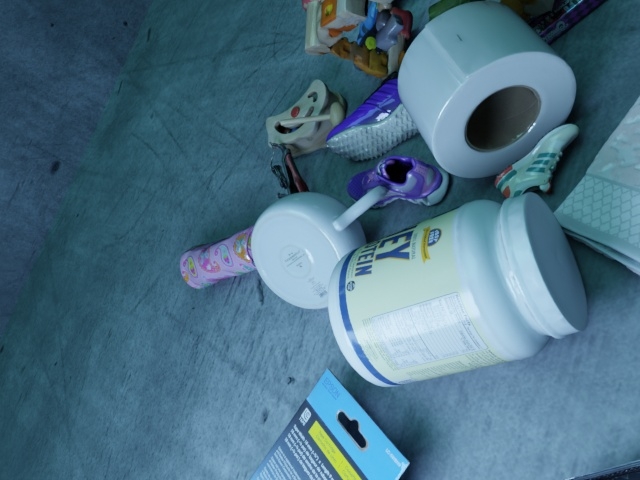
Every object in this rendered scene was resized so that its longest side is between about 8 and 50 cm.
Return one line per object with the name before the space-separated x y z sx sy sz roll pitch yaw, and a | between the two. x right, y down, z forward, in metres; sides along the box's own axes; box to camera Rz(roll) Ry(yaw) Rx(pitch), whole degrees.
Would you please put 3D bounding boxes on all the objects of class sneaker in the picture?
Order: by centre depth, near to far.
sneaker | 0.372 -0.119 0.915 0.161 0.057 0.075 -41 62 20
sneaker | 0.136 -0.126 1.109 0.236 0.105 0.095 1 71 46
sneaker | 0.142 -0.285 1.201 0.293 0.102 0.146 -22 51 31
sneaker | 0.125 -0.507 1.361 0.082 0.069 0.209 8 75 64

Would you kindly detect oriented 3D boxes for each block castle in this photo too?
block castle | 0.183 -0.494 1.049 0.453 0.303 0.212 -9 76 55

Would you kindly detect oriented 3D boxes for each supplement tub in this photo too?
supplement tub | 0.199 0.079 0.837 0.325 0.235 0.235 -24 54 35

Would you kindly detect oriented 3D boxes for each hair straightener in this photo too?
hair straightener | -0.084 -0.137 1.331 0.089 0.047 0.230 -35 70 28

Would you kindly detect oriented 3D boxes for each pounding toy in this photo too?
pounding toy | -0.044 -0.316 1.351 0.270 0.155 0.154 -10 67 42

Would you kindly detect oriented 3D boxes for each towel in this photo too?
towel | 0.510 -0.084 0.718 0.317 0.053 0.332 -55 34 7

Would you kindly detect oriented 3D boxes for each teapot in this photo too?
teapot | 0.000 0.000 1.118 0.256 0.187 0.252 13 122 28

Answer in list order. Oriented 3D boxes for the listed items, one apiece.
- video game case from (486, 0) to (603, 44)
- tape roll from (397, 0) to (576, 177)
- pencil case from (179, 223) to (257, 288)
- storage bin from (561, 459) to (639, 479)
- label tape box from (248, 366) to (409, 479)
video game case | 0.398 -0.454 1.067 0.232 0.042 0.210 -38 46 25
tape roll | 0.273 -0.250 0.933 0.246 0.246 0.169 -40 45 23
pencil case | -0.225 0.045 1.373 0.284 0.124 0.124 -16 58 38
storage bin | 0.382 0.325 0.635 0.180 0.084 0.122 -33 49 30
label tape box | 0.011 0.427 0.935 0.333 0.106 0.241 -56 42 6
